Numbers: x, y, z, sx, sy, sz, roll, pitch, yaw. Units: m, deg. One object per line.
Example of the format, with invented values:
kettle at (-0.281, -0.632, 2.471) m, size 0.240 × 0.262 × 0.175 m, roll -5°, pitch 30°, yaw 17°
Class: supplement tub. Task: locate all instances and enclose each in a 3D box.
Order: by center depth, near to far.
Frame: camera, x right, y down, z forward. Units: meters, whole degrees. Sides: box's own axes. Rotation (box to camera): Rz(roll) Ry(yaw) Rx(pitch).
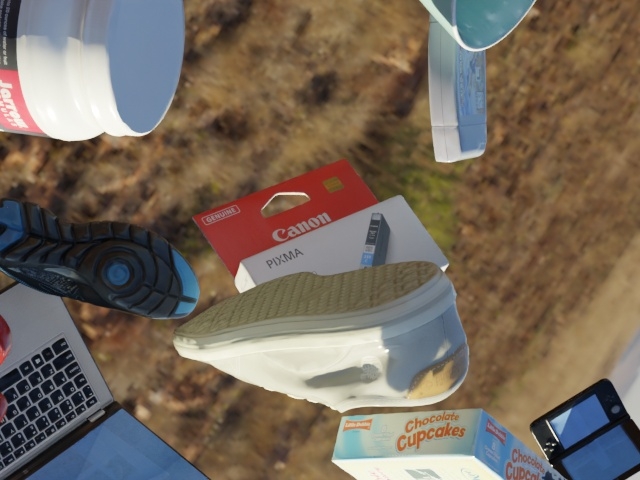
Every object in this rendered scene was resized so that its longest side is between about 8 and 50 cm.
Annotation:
supplement tub at (-0.284, -0.195, 1.147) m, size 0.191 × 0.272 × 0.191 m, roll 8°, pitch 90°, yaw -74°

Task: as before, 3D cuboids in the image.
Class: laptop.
laptop at (-0.424, 0.304, 1.818) m, size 0.382 × 0.407 × 0.236 m, roll -35°, pitch -161°, yaw -34°

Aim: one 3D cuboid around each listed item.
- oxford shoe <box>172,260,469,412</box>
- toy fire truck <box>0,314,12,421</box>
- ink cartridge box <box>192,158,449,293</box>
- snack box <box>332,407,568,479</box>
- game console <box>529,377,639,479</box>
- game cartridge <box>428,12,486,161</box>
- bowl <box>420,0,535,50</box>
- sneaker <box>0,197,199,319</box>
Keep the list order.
oxford shoe at (-0.014, 0.110, 1.271) m, size 0.169 × 0.130 × 0.449 m, roll -33°, pitch -165°, yaw -32°
toy fire truck at (-0.552, 0.156, 1.531) m, size 0.254 × 0.302 × 0.169 m, roll -34°, pitch -162°, yaw 25°
ink cartridge box at (0.000, 0.000, 1.833) m, size 0.296 × 0.261 × 0.066 m, roll -23°, pitch 157°, yaw -29°
snack box at (0.182, 0.286, 1.385) m, size 0.322 × 0.187 × 0.060 m, roll 41°, pitch 52°, yaw -38°
game console at (0.408, 0.300, 1.843) m, size 0.144 × 0.124 × 0.085 m, roll -32°, pitch -153°, yaw 0°
game cartridge at (0.239, -0.287, 2.130) m, size 0.198 × 0.062 × 0.297 m, roll -22°, pitch 111°, yaw -70°
bowl at (0.239, -0.469, 1.918) m, size 0.311 × 0.163 × 0.311 m, roll -40°, pitch 148°, yaw -31°
sneaker at (-0.343, 0.034, 1.828) m, size 0.139 × 0.341 × 0.125 m, roll 116°, pitch -6°, yaw -67°
